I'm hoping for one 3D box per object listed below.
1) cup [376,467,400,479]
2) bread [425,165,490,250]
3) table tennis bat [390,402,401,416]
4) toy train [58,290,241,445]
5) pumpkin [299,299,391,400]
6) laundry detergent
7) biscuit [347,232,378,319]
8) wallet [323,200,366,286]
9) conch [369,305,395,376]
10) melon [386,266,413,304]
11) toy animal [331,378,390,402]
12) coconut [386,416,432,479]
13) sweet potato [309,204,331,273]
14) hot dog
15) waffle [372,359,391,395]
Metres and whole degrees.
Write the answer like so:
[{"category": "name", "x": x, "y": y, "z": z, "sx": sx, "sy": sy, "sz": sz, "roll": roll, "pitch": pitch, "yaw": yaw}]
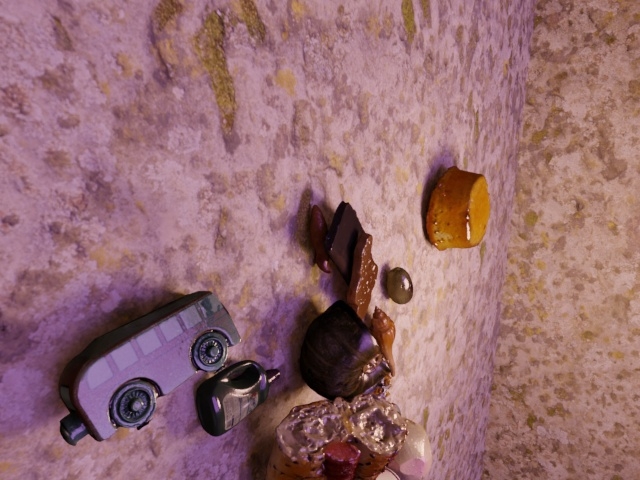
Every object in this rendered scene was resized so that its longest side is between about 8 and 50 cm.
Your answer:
[{"category": "cup", "x": 0.128, "y": 0.897, "z": 1.370, "sx": 0.274, "sy": 0.253, "sz": 0.253, "roll": 37, "pitch": 70, "yaw": -41}, {"category": "bread", "x": 0.592, "y": -0.123, "z": 1.705, "sx": 0.337, "sy": 0.204, "sz": 0.358, "roll": -41, "pitch": 130, "yaw": -32}, {"category": "table tennis bat", "x": 0.305, "y": 0.821, "z": 1.728, "sx": 0.173, "sy": 0.022, "sz": 0.301, "roll": -47, "pitch": 130, "yaw": -31}, {"category": "toy train", "x": -0.302, "y": 0.212, "z": 0.718, "sx": 0.326, "sy": 0.129, "sz": 0.159, "roll": -32, "pitch": 100, "yaw": -42}, {"category": "pumpkin", "x": 0.043, "y": 0.326, "z": 1.164, "sx": 0.232, "sy": 0.242, "sz": 0.324, "roll": -32, "pitch": 133, "yaw": -7}, {"category": "laundry detergent", "x": -0.184, "y": 0.353, "z": 0.959, "sx": 0.222, "sy": 0.078, "sz": 0.144, "roll": -21, "pitch": 111, "yaw": -46}, {"category": "biscuit", "x": 0.129, "y": 0.112, "z": 1.242, "sx": 0.183, "sy": 0.047, "sz": 0.319, "roll": -57, "pitch": 152, "yaw": -38}, {"category": "wallet", "x": 0.083, "y": 0.019, "z": 1.189, "sx": 0.165, "sy": 0.042, "sz": 0.309, "roll": -70, "pitch": 155, "yaw": -18}, {"category": "conch", "x": 0.223, "y": 0.371, "z": 1.451, "sx": 0.093, "sy": 0.109, "sz": 0.330, "roll": -21, "pitch": 117, "yaw": -25}, {"category": "melon", "x": 0.294, "y": 0.168, "z": 1.490, "sx": 0.099, "sy": 0.099, "sz": 0.162, "roll": -46, "pitch": 132, "yaw": -35}, {"category": "toy animal", "x": 0.142, "y": 0.486, "z": 1.370, "sx": 0.255, "sy": 0.177, "sz": 0.239, "roll": -20, "pitch": 95, "yaw": -64}, {"category": "coconut", "x": 0.321, "y": 0.808, "z": 1.561, "sx": 0.227, "sy": 0.227, "sz": 0.230, "roll": -45, "pitch": 133, "yaw": -35}, {"category": "sweet potato", "x": -0.002, "y": 0.000, "z": 1.115, "sx": 0.058, "sy": 0.055, "sz": 0.202, "roll": -28, "pitch": 119, "yaw": -40}, {"category": "hot dog", "x": 0.016, "y": 0.609, "z": 1.095, "sx": 0.368, "sy": 0.196, "sz": 0.365, "roll": 3, "pitch": 130, "yaw": -25}, {"category": "waffle", "x": 0.199, "y": 0.568, "z": 1.508, "sx": 0.229, "sy": 0.051, "sz": 0.231, "roll": -34, "pitch": 123, "yaw": -41}]
